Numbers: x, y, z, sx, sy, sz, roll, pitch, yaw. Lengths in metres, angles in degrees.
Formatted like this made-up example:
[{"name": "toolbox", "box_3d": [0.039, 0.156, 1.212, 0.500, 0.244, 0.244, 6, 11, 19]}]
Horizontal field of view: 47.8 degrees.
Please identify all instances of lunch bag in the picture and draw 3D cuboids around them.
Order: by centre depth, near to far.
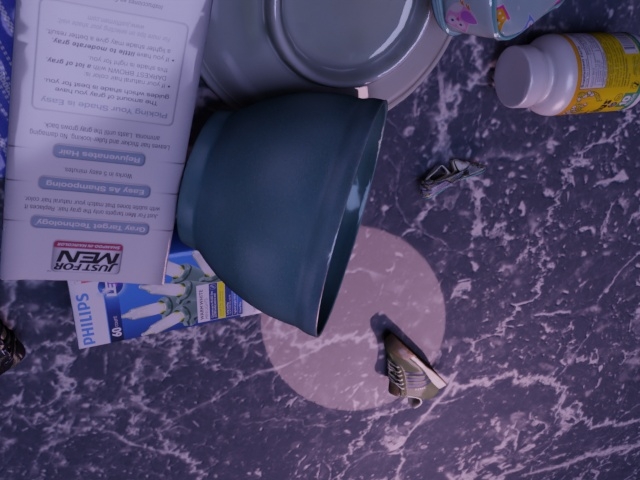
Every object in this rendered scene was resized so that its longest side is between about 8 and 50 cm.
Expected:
[{"name": "lunch bag", "box_3d": [0.233, -0.385, 0.860, 0.279, 0.108, 0.224, -42, 131, -33]}]

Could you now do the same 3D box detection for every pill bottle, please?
[{"name": "pill bottle", "box_3d": [0.367, -0.244, 1.058, 0.208, 0.117, 0.118, -7, 123, -21]}]

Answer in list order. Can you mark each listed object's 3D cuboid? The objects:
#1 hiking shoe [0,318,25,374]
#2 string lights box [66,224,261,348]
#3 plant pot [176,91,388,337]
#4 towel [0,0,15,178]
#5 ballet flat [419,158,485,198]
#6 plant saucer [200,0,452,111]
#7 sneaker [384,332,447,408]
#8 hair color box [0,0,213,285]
[{"name": "hiking shoe", "box_3d": [-0.447, 0.122, 0.953, 0.114, 0.086, 0.227, 5, 125, -42]}, {"name": "string lights box", "box_3d": [-0.214, 0.054, 1.006, 0.259, 0.077, 0.133, -10, 125, -19]}, {"name": "plant pot", "box_3d": [-0.053, -0.050, 0.874, 0.196, 0.293, 0.293, 16, 118, 6]}, {"name": "towel", "box_3d": [-0.369, -0.182, 0.808, 0.336, 0.040, 0.243, -24, 127, -9]}, {"name": "ballet flat", "box_3d": [0.204, -0.104, 1.125, 0.114, 0.041, 0.041, -26, 128, -9]}, {"name": "plant saucer", "box_3d": [0.026, -0.302, 0.875, 0.400, 0.100, 0.400, -12, 124, -18]}, {"name": "sneaker", "box_3d": [0.154, 0.246, 1.306, 0.086, 0.064, 0.192, -45, 131, 1]}, {"name": "hair color box", "box_3d": [-0.244, -0.138, 0.799, 0.185, 0.113, 0.375, 4, 117, -23]}]
